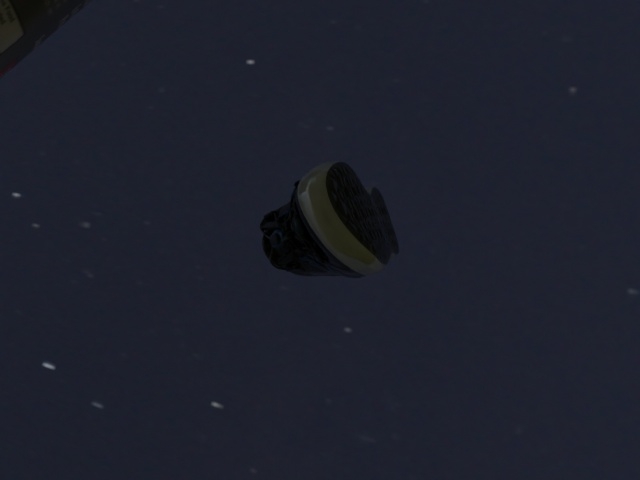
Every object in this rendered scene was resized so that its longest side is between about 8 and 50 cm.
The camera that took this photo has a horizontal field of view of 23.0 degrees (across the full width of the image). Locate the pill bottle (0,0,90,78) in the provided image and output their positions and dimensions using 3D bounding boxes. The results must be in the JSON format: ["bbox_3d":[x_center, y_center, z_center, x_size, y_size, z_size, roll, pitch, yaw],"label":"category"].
[{"bbox_3d":[-0.191,-0.269,1.064,0.363,0.210,0.210,-44,-61,-17],"label":"pill bottle"}]

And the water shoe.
[{"bbox_3d":[0.000,0.000,1.019,0.080,0.203,0.073,-20,-99,9],"label":"water shoe"}]
